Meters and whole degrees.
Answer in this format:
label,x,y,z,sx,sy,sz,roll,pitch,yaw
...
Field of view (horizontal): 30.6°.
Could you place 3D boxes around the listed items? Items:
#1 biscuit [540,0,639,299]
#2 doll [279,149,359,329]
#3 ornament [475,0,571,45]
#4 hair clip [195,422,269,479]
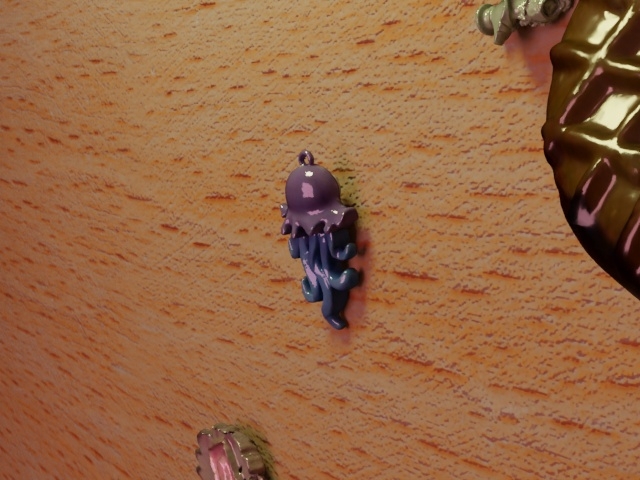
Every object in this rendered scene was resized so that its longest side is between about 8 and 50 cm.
label,x,y,z,sx,sy,sz,roll,pitch,yaw
biscuit,0.273,-0.074,0.738,0.268,0.115,0.366,-57,36,10
doll,0.000,0.000,1.302,0.110,0.067,0.206,3,107,44
ornament,0.171,-0.203,1.026,0.068,0.041,0.092,-65,31,14
hair clip,-0.109,0.384,1.498,0.173,0.069,0.300,-35,53,52
